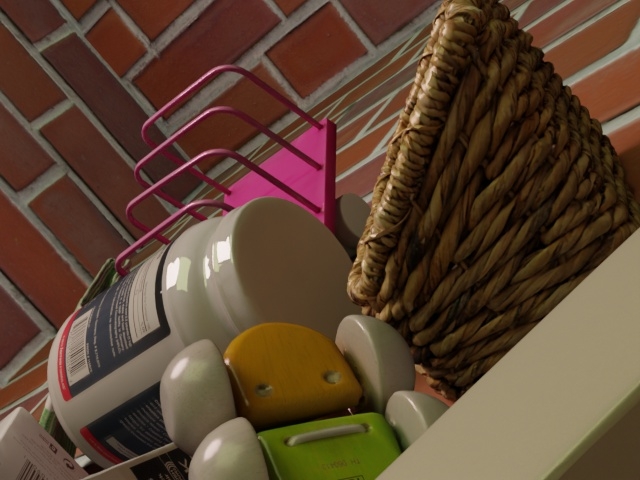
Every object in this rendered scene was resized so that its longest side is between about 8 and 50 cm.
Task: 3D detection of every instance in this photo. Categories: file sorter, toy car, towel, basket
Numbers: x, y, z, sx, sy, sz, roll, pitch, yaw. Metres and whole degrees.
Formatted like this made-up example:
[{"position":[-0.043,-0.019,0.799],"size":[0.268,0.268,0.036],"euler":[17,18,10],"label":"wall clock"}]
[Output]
[{"position":[-0.115,-0.027,1.135],"size":[0.202,0.182,0.290],"euler":[-31,42,36],"label":"file sorter"},{"position":[-0.008,0.136,0.588],"size":[0.159,0.136,0.182],"euler":[-7,32,-20],"label":"toy car"},{"position":[-0.297,0.195,1.142],"size":[0.248,0.038,0.324],"euler":[-101,31,-77],"label":"towel"},{"position":[0.095,-0.051,0.737],"size":[0.213,0.223,0.299],"euler":[-36,13,21],"label":"basket"}]

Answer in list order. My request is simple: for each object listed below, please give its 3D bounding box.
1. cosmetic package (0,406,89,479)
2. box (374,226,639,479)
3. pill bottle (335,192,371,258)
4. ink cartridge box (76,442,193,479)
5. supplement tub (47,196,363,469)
[{"position":[-0.331,0.297,0.959],"size":[0.184,0.151,0.151],"euler":[-38,12,6],"label":"cosmetic package"},{"position":[0.101,0.114,0.415],"size":[0.275,0.094,0.113],"euler":[-41,12,-6],"label":"box"},{"position":[0.000,0.000,1.201],"size":[0.137,0.078,0.078],"euler":[-33,14,35],"label":"pill bottle"},{"position":[-0.180,0.223,0.687],"size":[0.165,0.065,0.333],"euler":[-37,-10,10],"label":"ink cartridge box"},{"position":[-0.109,0.095,0.909],"size":[0.272,0.191,0.191],"euler":[-32,14,33],"label":"supplement tub"}]
